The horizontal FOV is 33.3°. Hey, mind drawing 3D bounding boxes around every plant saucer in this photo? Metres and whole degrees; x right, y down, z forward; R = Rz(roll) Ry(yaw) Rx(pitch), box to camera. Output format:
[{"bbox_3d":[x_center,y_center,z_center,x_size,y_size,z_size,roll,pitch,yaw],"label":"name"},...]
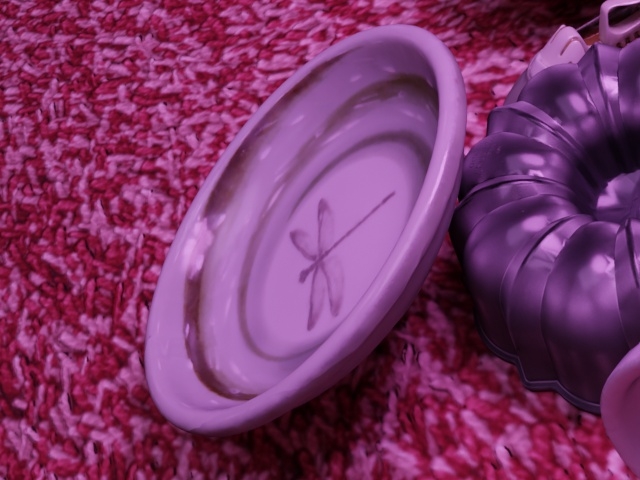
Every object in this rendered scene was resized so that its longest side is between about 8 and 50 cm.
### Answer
[{"bbox_3d":[0.000,0.000,0.946,0.400,0.100,0.401,-38,34,32],"label":"plant saucer"}]

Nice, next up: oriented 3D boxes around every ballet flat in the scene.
[{"bbox_3d":[0.255,-0.186,0.993,0.213,0.068,0.072,-30,46,10],"label":"ballet flat"}]

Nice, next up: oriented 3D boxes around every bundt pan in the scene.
[{"bbox_3d":[0.248,-0.034,0.847,0.330,0.124,0.331,-16,51,21],"label":"bundt pan"}]

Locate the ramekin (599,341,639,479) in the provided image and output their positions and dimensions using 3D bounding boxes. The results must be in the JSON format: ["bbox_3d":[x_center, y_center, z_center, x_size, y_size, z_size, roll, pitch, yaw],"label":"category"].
[{"bbox_3d":[0.316,0.096,0.611,0.277,0.277,0.135,13,57,38],"label":"ramekin"}]
